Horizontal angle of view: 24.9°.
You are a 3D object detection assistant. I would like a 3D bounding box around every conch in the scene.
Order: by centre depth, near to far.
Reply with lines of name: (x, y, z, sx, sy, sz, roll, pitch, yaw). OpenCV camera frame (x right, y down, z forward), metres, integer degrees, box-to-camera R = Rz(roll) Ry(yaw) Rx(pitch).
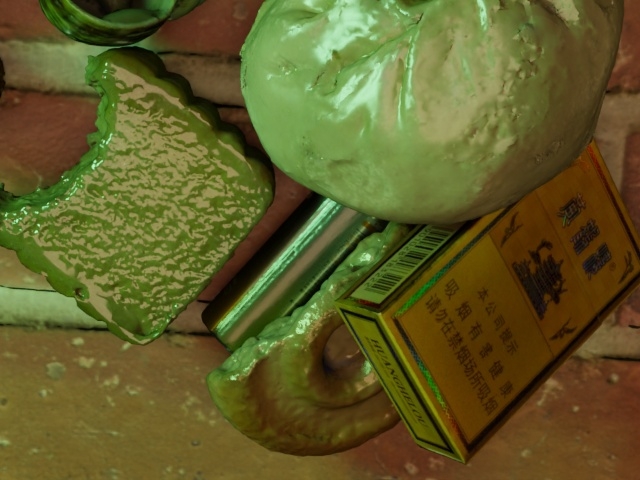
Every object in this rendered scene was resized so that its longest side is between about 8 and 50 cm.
conch: (-0.182, -0.251, 1.384, 0.181, 0.124, 0.187, -5, 60, -18)

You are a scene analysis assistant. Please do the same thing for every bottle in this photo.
bottle: (0.000, 0.000, 1.482, 0.082, 0.082, 0.286, 42, 98, -10)

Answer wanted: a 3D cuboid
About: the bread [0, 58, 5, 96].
bread: (-0.382, -0.143, 1.392, 0.132, 0.172, 0.103, -3, 104, -1)

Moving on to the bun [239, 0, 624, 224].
bun: (0.102, -0.179, 1.322, 0.362, 0.234, 0.326, -17, 65, 4)

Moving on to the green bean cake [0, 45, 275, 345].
green bean cake: (-0.189, -0.050, 1.444, 0.233, 0.124, 0.236, 40, 99, -10)

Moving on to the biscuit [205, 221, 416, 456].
biscuit: (0.035, 0.113, 1.464, 0.274, 0.091, 0.213, -47, 128, 2)

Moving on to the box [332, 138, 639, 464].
box: (0.176, 0.043, 1.411, 0.301, 0.084, 0.193, -42, 118, -22)
